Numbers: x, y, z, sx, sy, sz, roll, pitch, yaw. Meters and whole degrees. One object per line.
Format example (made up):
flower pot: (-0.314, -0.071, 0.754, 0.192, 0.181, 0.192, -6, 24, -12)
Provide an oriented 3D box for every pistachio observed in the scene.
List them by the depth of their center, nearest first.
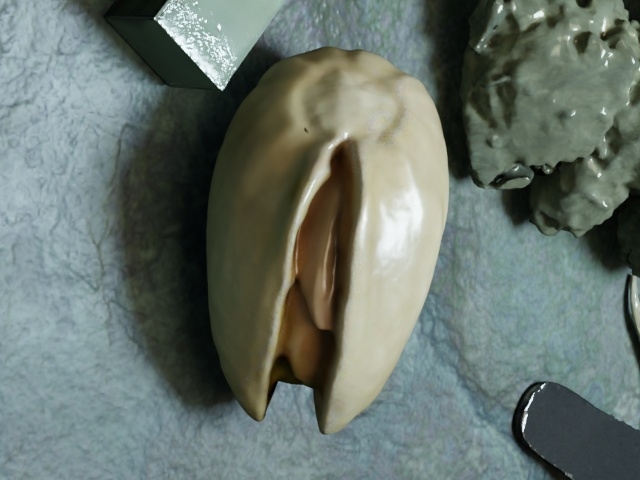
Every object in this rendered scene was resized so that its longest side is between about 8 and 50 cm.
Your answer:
pistachio: (0.000, 0.000, 1.498, 0.193, 0.214, 0.318, 13, 101, 3)

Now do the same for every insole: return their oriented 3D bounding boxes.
insole: (0.310, 0.243, 1.858, 0.309, 0.012, 0.110, 35, 78, -26)

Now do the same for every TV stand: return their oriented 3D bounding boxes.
TV stand: (-0.053, -0.251, 1.473, 0.088, 0.083, 0.269, 47, 69, -32)

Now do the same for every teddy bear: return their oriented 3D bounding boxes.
teddy bear: (0.293, -0.150, 1.704, 0.367, 0.224, 0.357, 25, 106, -14)

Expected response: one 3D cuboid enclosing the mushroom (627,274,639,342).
mushroom: (0.336, 0.189, 1.896, 0.068, 0.043, 0.306, 0, 96, -59)
